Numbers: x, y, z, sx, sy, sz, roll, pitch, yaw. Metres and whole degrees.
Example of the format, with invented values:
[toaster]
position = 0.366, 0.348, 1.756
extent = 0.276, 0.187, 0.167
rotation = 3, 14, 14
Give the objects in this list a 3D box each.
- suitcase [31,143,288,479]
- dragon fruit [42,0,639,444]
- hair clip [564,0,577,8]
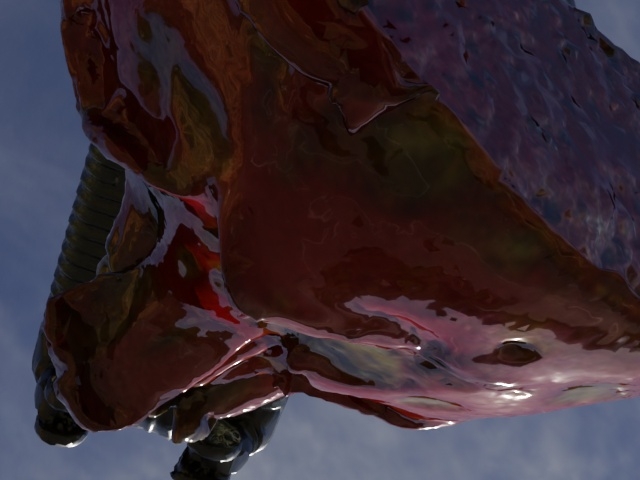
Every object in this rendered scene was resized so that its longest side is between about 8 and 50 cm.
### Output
[suitcase]
position = -0.043, -0.034, 0.756
extent = 0.128, 0.312, 0.202
rotation = 19, -64, -4
[dragon fruit]
position = 0.000, 0.000, 0.451
extent = 0.262, 0.134, 0.211
rotation = 38, -50, -17
[hair clip]
position = 0.139, -0.224, 0.981
extent = 0.173, 0.069, 0.300
rotation = -15, -49, -3
